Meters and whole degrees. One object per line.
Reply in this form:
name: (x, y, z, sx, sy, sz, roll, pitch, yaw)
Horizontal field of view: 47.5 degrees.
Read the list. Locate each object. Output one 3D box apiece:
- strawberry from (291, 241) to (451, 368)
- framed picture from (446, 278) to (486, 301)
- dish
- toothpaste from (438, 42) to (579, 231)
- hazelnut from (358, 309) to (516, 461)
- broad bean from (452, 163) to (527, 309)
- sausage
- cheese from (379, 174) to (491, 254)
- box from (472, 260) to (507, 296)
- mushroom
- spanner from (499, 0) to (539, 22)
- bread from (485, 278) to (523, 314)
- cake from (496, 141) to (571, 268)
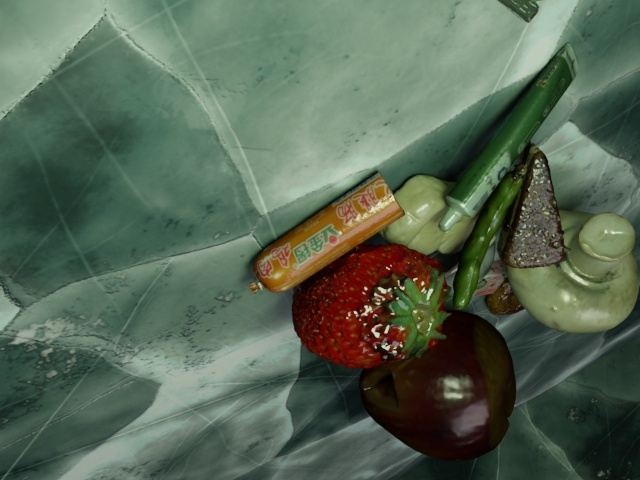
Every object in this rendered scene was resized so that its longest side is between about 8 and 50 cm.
strawberry: (0.081, 0.113, 1.360, 0.250, 0.288, 0.239, 16, 88, -47)
framed picture: (0.269, 0.125, 1.751, 0.231, 0.010, 0.173, -29, 149, 22)
dish: (0.303, 0.062, 1.560, 0.229, 0.081, 0.229, -35, -175, 3)
toothpaste: (0.335, -0.175, 1.306, 0.392, 0.061, 0.098, -53, 146, 2)
hazelnut: (0.312, 0.355, 1.849, 0.402, 0.402, 0.429, -41, 154, 18)
broad bean: (0.307, -0.015, 1.351, 0.144, 0.049, 0.292, -47, 160, -76)
sausage: (0.000, 0.000, 1.308, 0.312, 0.093, 0.093, -33, 149, 5)
cheese: (0.232, -0.050, 1.434, 0.263, 0.093, 0.159, 1, 133, -40)
box: (0.409, 0.099, 1.846, 0.125, 0.043, 0.089, -6, 142, -35)
mushroom: (0.569, 0.074, 1.652, 0.315, 0.315, 0.356, -44, 173, 22)
spanner: (0.232, -0.371, 1.030, 0.325, 0.026, 0.093, 10, 131, -49)
bread: (0.542, 0.140, 2.004, 0.193, 0.064, 0.193, -19, 145, -14)
cake: (0.398, -0.062, 1.456, 0.135, 0.112, 0.246, -20, 114, 4)
